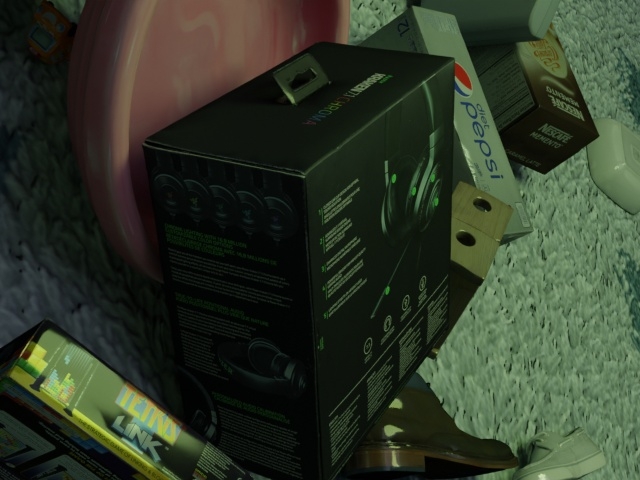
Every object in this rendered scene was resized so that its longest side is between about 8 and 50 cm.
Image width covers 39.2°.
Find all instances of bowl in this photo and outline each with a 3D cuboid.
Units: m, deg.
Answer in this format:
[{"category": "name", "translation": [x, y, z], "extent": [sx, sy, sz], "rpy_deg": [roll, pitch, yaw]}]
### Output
[{"category": "bowl", "translation": [0.495, -0.128, 1.468], "extent": [0.142, 0.053, 0.142], "rpy_deg": [30, 51, -32]}]

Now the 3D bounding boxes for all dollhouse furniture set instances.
[{"category": "dollhouse furniture set", "translation": [0.080, 0.000, 0.932], "extent": [0.183, 0.129, 0.129], "rpy_deg": [29, 42, 6]}]

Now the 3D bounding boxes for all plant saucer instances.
[{"category": "plant saucer", "translation": [-0.086, -0.129, 0.718], "extent": [0.332, 0.084, 0.332], "rpy_deg": [-46, 147, -44]}]

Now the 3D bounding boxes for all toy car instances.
[{"category": "toy car", "translation": [-0.195, -0.138, 0.743], "extent": [0.122, 0.060, 0.040], "rpy_deg": [47, 74, -8]}]

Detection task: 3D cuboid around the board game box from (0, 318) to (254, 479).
[{"category": "board game box", "translation": [-0.150, 0.136, 0.570], "extent": [0.170, 0.141, 0.048], "rpy_deg": [44, 45, -21]}]

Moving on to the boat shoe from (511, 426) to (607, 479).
[{"category": "boat shoe", "translation": [0.261, 0.244, 1.010], "extent": [0.184, 0.066, 0.063], "rpy_deg": [-3, 58, -45]}]

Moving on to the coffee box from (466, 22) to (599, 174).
[{"category": "coffee box", "translation": [0.265, -0.230, 1.221], "extent": [0.141, 0.098, 0.247], "rpy_deg": [14, 52, -40]}]

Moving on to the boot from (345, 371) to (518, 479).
[{"category": "boot", "translation": [0.111, 0.175, 0.873], "extent": [0.219, 0.082, 0.106], "rpy_deg": [13, 63, -40]}]

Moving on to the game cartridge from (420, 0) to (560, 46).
[{"category": "game cartridge", "translation": [0.233, -0.398, 1.150], "extent": [0.060, 0.196, 0.294], "rpy_deg": [14, 83, -52]}]

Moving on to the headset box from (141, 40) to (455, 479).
[{"category": "headset box", "translation": [0.000, 0.000, 0.703], "extent": [0.246, 0.131, 0.283], "rpy_deg": [-43, 138, -48]}]

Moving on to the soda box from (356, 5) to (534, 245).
[{"category": "soda box", "translation": [0.144, -0.123, 1.057], "extent": [0.091, 0.098, 0.286], "rpy_deg": [-5, 73, -47]}]
